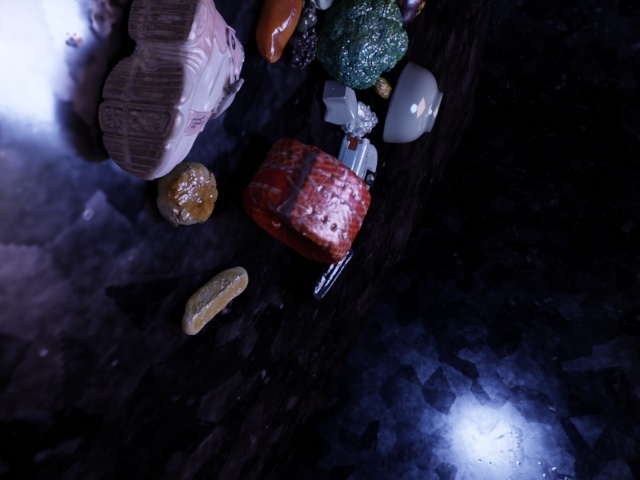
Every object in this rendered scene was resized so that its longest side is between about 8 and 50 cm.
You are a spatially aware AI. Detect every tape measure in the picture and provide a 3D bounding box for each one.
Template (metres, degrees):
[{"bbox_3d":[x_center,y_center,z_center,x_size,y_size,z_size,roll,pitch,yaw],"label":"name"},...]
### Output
[{"bbox_3d":[0.146,-0.283,1.616,0.246,0.125,0.243,-7,117,-63],"label":"tape measure"}]

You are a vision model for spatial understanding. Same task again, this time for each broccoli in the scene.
[{"bbox_3d":[0.119,-0.579,1.187,0.270,0.270,0.269,-88,-176,-58],"label":"broccoli"}]

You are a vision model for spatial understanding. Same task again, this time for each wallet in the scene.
[{"bbox_3d":[0.022,0.157,1.621,0.228,0.062,0.406,-51,176,-15],"label":"wallet"}]

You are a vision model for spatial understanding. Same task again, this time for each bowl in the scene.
[{"bbox_3d":[0.419,-0.585,1.776,0.354,0.185,0.353,19,90,-77],"label":"bowl"}]

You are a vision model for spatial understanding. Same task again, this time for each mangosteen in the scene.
[{"bbox_3d":[0.234,-0.799,1.307,0.217,0.192,0.192,-14,131,-22],"label":"mangosteen"}]

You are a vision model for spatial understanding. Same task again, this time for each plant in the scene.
[{"bbox_3d":[-0.043,-0.540,1.053,0.085,0.087,0.174,-12,120,-33],"label":"plant"}]

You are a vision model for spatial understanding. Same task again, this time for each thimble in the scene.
[{"bbox_3d":[-0.034,-0.100,1.140,0.230,0.350,0.350,-61,156,-13],"label":"thimble"}]

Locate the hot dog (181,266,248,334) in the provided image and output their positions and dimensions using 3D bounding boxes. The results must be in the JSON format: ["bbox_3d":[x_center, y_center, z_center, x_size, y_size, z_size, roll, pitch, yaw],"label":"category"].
[{"bbox_3d":[-0.299,0.157,1.121,0.242,0.073,0.084,-45,150,-40],"label":"hot dog"}]

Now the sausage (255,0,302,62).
[{"bbox_3d":[-0.102,-0.511,0.951,0.089,0.089,0.179,6,108,-66],"label":"sausage"}]

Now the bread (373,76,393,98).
[{"bbox_3d":[0.251,-0.616,1.627,0.110,0.060,0.066,-2,99,-61],"label":"bread"}]

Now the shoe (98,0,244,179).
[{"bbox_3d":[-0.244,-0.272,0.739,0.350,0.172,0.198,-68,160,7],"label":"shoe"}]

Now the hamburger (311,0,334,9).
[{"bbox_3d":[0.009,-0.664,1.081,0.121,0.054,0.084,-53,152,-45],"label":"hamburger"}]

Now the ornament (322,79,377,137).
[{"bbox_3d":[0.088,-0.437,1.375,0.285,0.130,0.120,11,84,-58],"label":"ornament"}]

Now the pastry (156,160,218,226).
[{"bbox_3d":[-0.293,-0.102,0.898,0.153,0.081,0.153,-35,131,-54],"label":"pastry"}]

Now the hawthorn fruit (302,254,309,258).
[{"bbox_3d":[0.000,0.000,1.477,0.169,0.188,0.168,-34,139,-35],"label":"hawthorn fruit"}]
